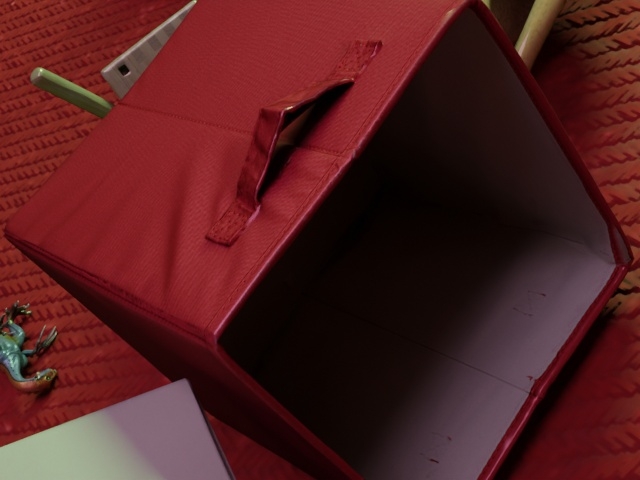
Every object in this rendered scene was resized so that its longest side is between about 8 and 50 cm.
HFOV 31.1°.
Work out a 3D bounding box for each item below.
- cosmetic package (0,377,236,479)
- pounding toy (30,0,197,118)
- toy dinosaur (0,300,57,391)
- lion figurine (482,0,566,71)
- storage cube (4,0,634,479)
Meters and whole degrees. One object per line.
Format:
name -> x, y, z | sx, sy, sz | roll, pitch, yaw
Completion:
cosmetic package -> -0.169, 0.194, 0.477 | 0.309, 0.160, 0.113 | -21, 42, -12
pounding toy -> -0.086, -0.079, 0.703 | 0.100, 0.130, 0.141 | -37, 8, 3
toy dinosaur -> -0.206, 0.078, 0.776 | 0.090, 0.047, 0.082 | -53, 42, 36
lion figurine -> 0.065, -0.194, 0.743 | 0.240, 0.142, 0.392 | -47, 49, -6
storage cube -> 0.000, 0.000, 0.564 | 0.193, 0.215, 0.183 | 19, 68, 49
